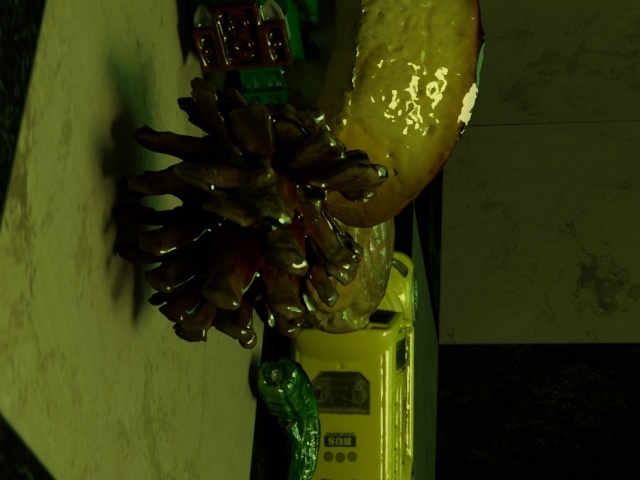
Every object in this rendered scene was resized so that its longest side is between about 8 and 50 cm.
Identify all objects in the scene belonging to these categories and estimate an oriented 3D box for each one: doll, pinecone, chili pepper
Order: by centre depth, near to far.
[{"bbox_3d":[-0.054,-0.016,1.004,0.150,0.179,0.195,-44,159,-60],"label":"pinecone"},{"bbox_3d":[-0.052,-0.205,1.228,0.134,0.106,0.186,59,30,-60],"label":"doll"},{"bbox_3d":[-0.033,0.184,1.479,0.073,0.050,0.182,-66,154,-52],"label":"chili pepper"}]

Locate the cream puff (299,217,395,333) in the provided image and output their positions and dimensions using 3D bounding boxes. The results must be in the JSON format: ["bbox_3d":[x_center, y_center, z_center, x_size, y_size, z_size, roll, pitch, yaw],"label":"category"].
[{"bbox_3d":[0.000,0.000,1.469,0.189,0.129,0.189,6,90,-75],"label":"cream puff"}]

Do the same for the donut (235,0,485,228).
[{"bbox_3d":[0.017,-0.165,1.306,0.303,0.110,0.303,-24,-119,54],"label":"donut"}]

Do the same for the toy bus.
[{"bbox_3d":[0.030,0.173,1.588,0.152,0.144,0.330,-10,100,-81],"label":"toy bus"}]
